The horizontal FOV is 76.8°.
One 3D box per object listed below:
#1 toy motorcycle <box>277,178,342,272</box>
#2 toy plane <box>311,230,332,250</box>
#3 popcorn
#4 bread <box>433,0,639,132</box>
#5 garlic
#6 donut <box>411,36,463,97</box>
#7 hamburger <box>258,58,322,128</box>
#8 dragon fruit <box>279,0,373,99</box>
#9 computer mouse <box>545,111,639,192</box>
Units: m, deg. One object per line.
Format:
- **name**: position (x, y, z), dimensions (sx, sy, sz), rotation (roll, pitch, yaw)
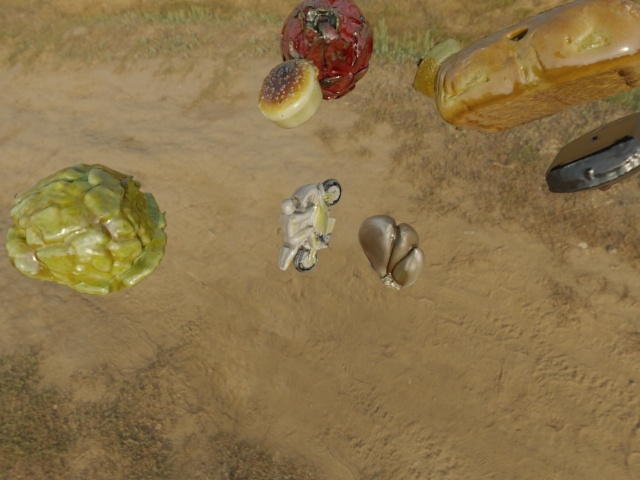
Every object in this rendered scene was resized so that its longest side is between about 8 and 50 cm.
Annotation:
- **toy motorcycle**: position (-0.050, -0.057, 1.339), dimensions (0.108, 0.223, 0.340), rotation (24, 98, 48)
- **toy plane**: position (0.002, -0.002, 1.089), dimensions (0.024, 0.078, 0.084), rotation (-43, 15, 12)
- **popcorn**: position (-0.469, -0.030, 0.840), dimensions (0.247, 0.282, 0.281), rotation (-19, 53, 19)
- **bread**: position (0.409, -0.316, 0.738), dimensions (0.337, 0.328, 0.147), rotation (-14, 91, -46)
- **garlic**: position (0.250, 0.025, 1.433), dimensions (0.279, 0.324, 0.132), rotation (38, 57, 27)
- **donut**: position (0.350, -0.501, 1.201), dimensions (0.146, 0.181, 0.078), rotation (-19, 64, -28)
- **hamburger**: position (-0.058, -0.285, 0.765), dimensions (0.127, 0.081, 0.141), rotation (26, 78, 36)
- **dragon fruit**: position (0.020, -0.481, 1.002), dimensions (0.245, 0.244, 0.299), rotation (-9, 12, -1)
- **computer mouse**: position (0.567, -0.161, 0.807), dimensions (0.269, 0.170, 0.100), rotation (-35, 94, -42)
